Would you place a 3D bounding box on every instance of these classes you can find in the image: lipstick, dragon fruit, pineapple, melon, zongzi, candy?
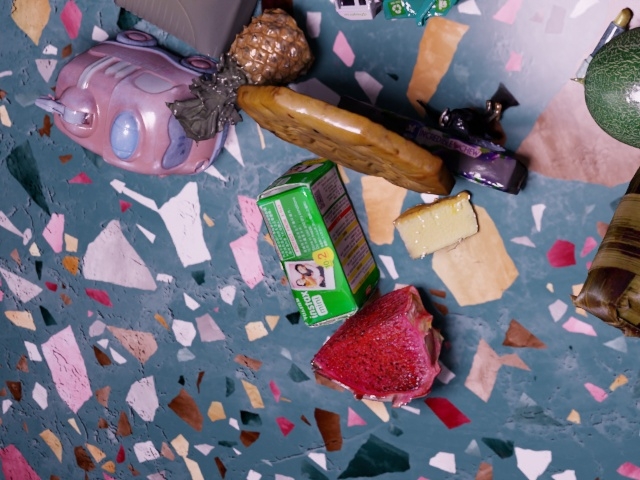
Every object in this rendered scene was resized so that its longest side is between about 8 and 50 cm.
[{"bbox_3d":[0.409,-0.278,1.667,0.037,0.037,0.116,35,118,13],"label":"lipstick"},{"bbox_3d":[0.124,0.185,1.964,0.161,0.126,0.274,50,134,-8],"label":"dragon fruit"},{"bbox_3d":[-0.131,-0.260,1.862,0.248,0.128,0.128,-39,87,-3],"label":"pineapple"},{"bbox_3d":[0.478,-0.203,1.567,0.288,0.182,0.182,11,114,27],"label":"melon"},{"bbox_3d":[0.536,0.036,1.655,0.288,0.134,0.286,29,83,-15],"label":"zongzi"},{"bbox_3d":[0.168,-0.148,1.817,0.312,0.088,0.061,22,95,21],"label":"candy"}]

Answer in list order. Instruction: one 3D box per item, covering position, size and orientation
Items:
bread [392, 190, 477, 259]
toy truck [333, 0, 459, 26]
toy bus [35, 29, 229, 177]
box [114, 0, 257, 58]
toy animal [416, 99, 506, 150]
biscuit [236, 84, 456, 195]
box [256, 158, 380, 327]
[{"bbox_3d":[0.190,-0.022,1.861,0.109,0.080,0.084,-16,102,36],"label":"bread"},{"bbox_3d":[0.119,-0.383,1.749,0.216,0.110,0.116,3,121,28],"label":"toy truck"},{"bbox_3d":[-0.316,-0.219,1.980,0.294,0.232,0.197,26,119,19],"label":"toy bus"},{"bbox_3d":[-0.225,-0.435,1.908,0.274,0.138,0.178,31,126,16],"label":"box"},{"bbox_3d":[0.226,-0.177,1.769,0.220,0.108,0.062,36,130,51],"label":"toy animal"},{"bbox_3d":[0.038,-0.148,1.765,0.359,0.359,0.046,22,88,21],"label":"biscuit"},{"bbox_3d":[0.000,0.000,1.921,0.103,0.180,0.250,-18,101,22],"label":"box"}]
